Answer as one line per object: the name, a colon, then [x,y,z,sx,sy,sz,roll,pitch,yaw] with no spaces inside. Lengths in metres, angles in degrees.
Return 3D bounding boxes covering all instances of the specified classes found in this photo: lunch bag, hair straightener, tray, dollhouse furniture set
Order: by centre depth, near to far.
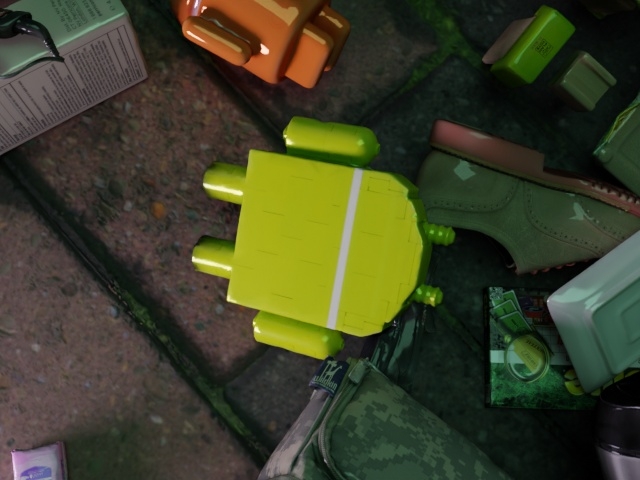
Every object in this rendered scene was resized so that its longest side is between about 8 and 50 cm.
lunch bag: [0.068,0.285,0.727,0.305,0.212,0.256,36,61,4]
hair straightener: [-0.361,-0.191,0.737,0.231,0.047,0.089,15,75,-3]
tray: [0.369,0.041,0.811,0.270,0.030,0.145,-35,118,-7]
dollhouse furniture set: [0.363,-0.184,0.924,0.302,0.151,0.197,37,98,-12]

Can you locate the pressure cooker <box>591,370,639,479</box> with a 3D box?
pressure cooker: [0.451,0.298,0.646,0.370,0.375,0.420,-14,84,-1]

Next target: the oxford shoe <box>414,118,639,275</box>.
oxford shoe: [0.259,-0.017,0.856,0.349,0.123,0.130,21,98,-9]

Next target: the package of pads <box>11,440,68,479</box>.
package of pads: [-0.284,0.250,0.792,0.050,0.032,0.083,-9,78,-3]

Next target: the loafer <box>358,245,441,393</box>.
loafer: [0.097,0.085,0.848,0.061,0.062,0.170,26,84,-9]

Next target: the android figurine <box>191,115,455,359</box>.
android figurine: [0.000,0.000,0.806,0.273,0.056,0.248,10,97,19]

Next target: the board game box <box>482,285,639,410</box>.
board game box: [0.312,0.123,0.866,0.260,0.030,0.136,2,79,-4]

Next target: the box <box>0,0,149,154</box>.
box: [-0.323,-0.203,0.836,0.232,0.148,0.126,-30,80,-11]

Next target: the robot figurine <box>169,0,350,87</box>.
robot figurine: [-0.076,-0.265,0.881,0.219,0.128,0.158,33,88,3]
